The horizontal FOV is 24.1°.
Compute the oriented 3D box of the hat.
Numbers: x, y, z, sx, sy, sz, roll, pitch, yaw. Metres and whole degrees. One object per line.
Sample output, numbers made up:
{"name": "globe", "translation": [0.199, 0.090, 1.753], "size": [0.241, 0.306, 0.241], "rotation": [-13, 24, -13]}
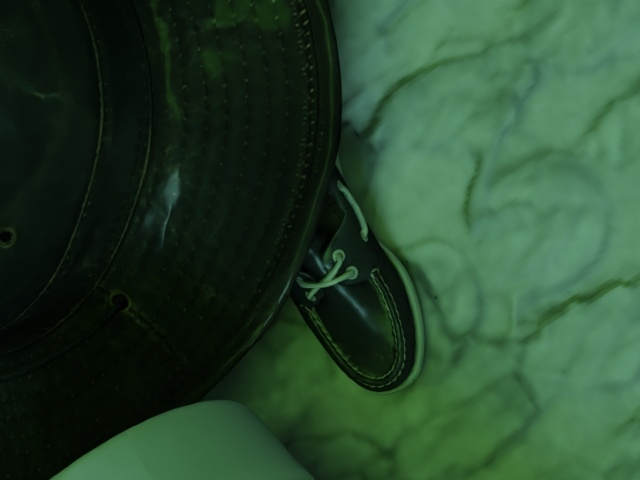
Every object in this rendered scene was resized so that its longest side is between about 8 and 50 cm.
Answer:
{"name": "hat", "translation": [-0.166, -0.044, 0.550], "size": [0.331, 0.134, 0.331], "rotation": [2, 93, 29]}

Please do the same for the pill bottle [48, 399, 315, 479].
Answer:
{"name": "pill bottle", "translation": [0.006, 0.201, 0.482], "size": [0.161, 0.161, 0.283], "rotation": [-48, 66, 14]}

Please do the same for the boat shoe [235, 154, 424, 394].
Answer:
{"name": "boat shoe", "translation": [0.000, 0.000, 0.559], "size": [0.046, 0.038, 0.125], "rotation": [-23, 83, 19]}
